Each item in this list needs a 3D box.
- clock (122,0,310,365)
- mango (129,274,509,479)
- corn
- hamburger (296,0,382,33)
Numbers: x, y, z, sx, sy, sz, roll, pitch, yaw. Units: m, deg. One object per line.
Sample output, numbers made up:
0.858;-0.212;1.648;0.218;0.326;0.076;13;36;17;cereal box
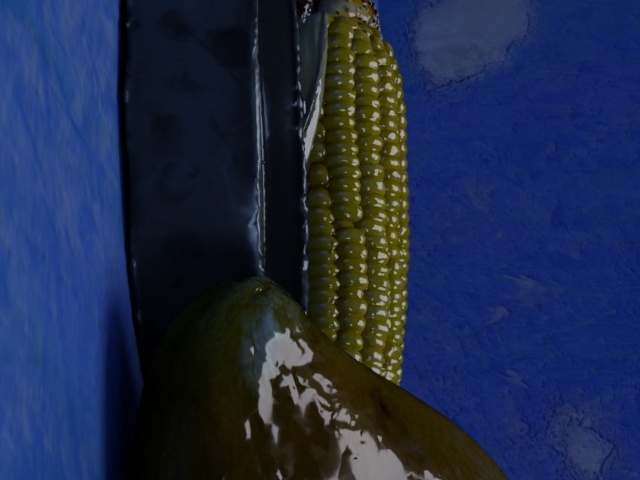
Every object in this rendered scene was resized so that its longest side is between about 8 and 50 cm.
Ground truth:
-0.047;-0.043;0.998;0.312;0.061;0.313;-2;90;-86;clock
0.011;0.153;0.881;0.193;0.146;0.316;-52;131;-30;mango
-0.004;0.000;1.260;0.123;0.122;0.305;144;-48;-61;corn
0.000;-0.131;1.431;0.164;0.093;0.190;-78;164;-70;hamburger
